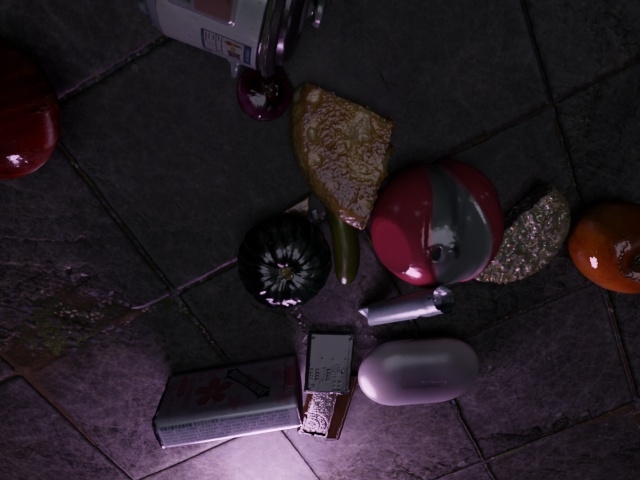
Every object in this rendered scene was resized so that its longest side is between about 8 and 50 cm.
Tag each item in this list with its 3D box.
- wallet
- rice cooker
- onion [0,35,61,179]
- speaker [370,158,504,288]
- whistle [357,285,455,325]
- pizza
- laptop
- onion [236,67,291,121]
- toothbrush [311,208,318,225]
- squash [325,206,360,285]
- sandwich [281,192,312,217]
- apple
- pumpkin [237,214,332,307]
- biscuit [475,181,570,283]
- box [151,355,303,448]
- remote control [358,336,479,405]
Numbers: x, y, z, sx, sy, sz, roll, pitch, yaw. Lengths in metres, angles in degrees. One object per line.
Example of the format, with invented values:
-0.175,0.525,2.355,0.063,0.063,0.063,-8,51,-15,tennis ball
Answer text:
0.020,0.475,1.283,0.133,0.039,0.243,12,113,-7,wallet
-0.133,-0.433,0.752,0.316,0.264,0.316,2,122,3,rice cooker
-0.622,-0.249,0.819,0.276,0.276,0.276,-1,114,-3,onion
0.267,-0.037,0.997,0.294,0.294,0.294,-1,114,-3,speaker
0.188,0.160,1.048,0.062,0.312,0.062,8,72,-25,whistle
0.060,-0.191,0.945,0.226,0.086,0.335,-25,98,7,pizza
0.023,0.334,1.211,0.129,0.016,0.180,3,98,-5,laptop
-0.112,-0.300,0.896,0.115,0.104,0.115,-2,99,-16,onion
0.000,0.000,1.085,0.014,0.011,0.167,-14,114,-3,toothbrush
0.056,-0.005,1.056,0.069,0.069,0.258,-9,115,1,squash
-0.047,-0.073,1.039,0.083,0.031,0.044,-30,110,9,sandwich
0.712,0.019,1.047,0.235,0.173,0.210,20,111,-10,apple
-0.082,0.049,1.021,0.220,0.162,0.220,-2,107,-8,pumpkin
0.491,0.007,1.081,0.179,0.084,0.281,35,110,-21,biscuit
-0.234,0.420,1.163,0.369,0.190,0.112,-10,114,2,box
0.267,0.358,1.209,0.332,0.103,0.221,-2,120,-2,remote control
